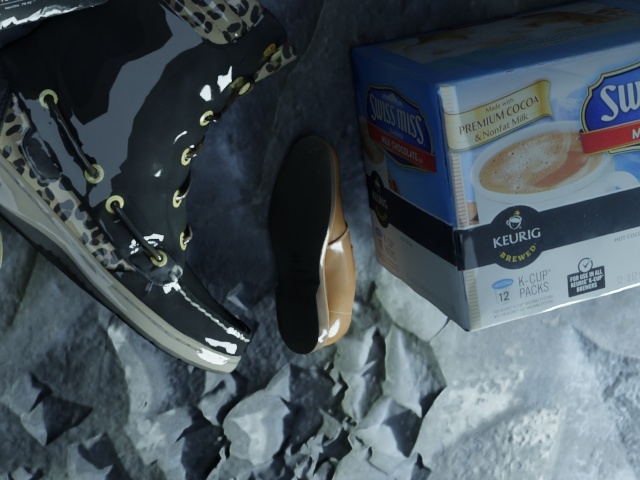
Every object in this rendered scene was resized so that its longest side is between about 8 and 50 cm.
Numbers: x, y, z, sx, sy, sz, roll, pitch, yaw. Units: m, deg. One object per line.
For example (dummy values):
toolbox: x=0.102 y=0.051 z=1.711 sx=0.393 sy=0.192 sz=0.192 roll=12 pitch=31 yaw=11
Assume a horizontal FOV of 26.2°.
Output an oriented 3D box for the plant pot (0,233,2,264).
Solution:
plant pot: x=-0.349 y=-0.004 z=1.195 sx=0.134 sy=0.095 sz=0.134 roll=-5 pitch=108 yaw=-16

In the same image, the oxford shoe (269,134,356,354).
oxford shoe: x=0.000 y=0.000 z=1.337 sx=0.076 sy=0.076 sz=0.212 roll=-13 pitch=111 yaw=-46

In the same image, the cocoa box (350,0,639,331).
cocoa box: x=0.234 y=-0.092 z=1.283 sx=0.347 sy=0.231 sz=0.228 roll=-14 pitch=109 yaw=-14

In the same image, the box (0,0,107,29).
box: x=-0.276 y=-0.283 z=0.955 sx=0.295 sy=0.073 sz=0.293 roll=-25 pitch=130 yaw=-42

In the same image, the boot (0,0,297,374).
boot: x=-0.129 y=-0.079 z=1.225 sx=0.284 sy=0.138 sz=0.377 roll=-47 pitch=116 yaw=-3
